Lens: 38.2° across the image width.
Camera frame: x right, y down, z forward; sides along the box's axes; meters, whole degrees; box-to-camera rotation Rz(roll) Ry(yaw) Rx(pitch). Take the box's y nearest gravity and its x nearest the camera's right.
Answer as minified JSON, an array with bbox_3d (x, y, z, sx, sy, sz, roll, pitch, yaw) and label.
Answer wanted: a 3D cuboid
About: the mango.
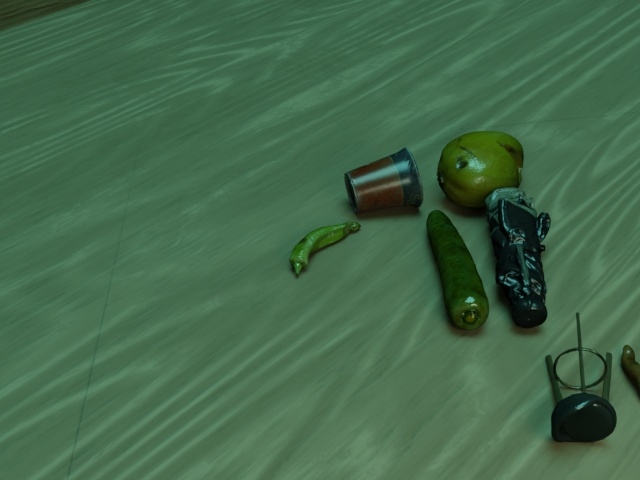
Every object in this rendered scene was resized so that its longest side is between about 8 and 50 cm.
[{"bbox_3d":[0.341,-0.157,1.918,0.167,0.130,0.262,18,33,16],"label":"mango"}]

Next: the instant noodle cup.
[{"bbox_3d":[0.125,-0.113,1.869,0.136,0.127,0.127,-16,36,-6],"label":"instant noodle cup"}]

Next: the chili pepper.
[{"bbox_3d":[-0.001,-0.001,1.761,0.049,0.043,0.208,9,32,36],"label":"chili pepper"}]

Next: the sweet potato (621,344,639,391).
[{"bbox_3d":[0.506,0.220,1.428,0.044,0.044,0.179,-9,33,-12],"label":"sweet potato"}]

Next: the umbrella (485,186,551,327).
[{"bbox_3d":[0.365,0.020,1.672,0.113,0.106,0.357,15,35,-5],"label":"umbrella"}]

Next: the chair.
[{"bbox_3d":[0.397,0.220,1.390,0.095,0.104,0.221,22,34,2],"label":"chair"}]

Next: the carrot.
[{"bbox_3d":[0.241,0.039,1.680,0.074,0.074,0.358,-2,31,-3],"label":"carrot"}]
